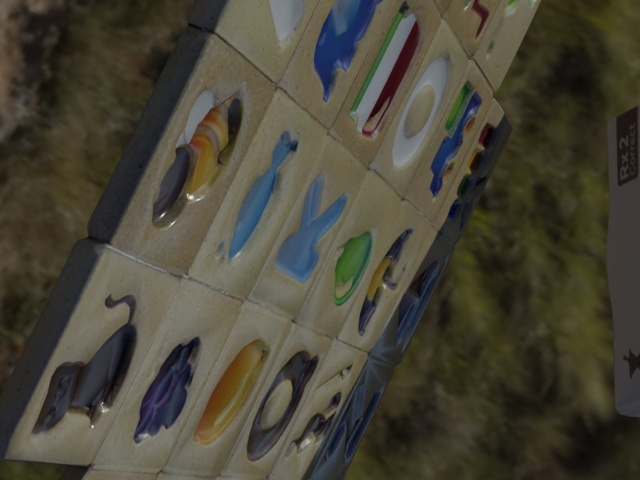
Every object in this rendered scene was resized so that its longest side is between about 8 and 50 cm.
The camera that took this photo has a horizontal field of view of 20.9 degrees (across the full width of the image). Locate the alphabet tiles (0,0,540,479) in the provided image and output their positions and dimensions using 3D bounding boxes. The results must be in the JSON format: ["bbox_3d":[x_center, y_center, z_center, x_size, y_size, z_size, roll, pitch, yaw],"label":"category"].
[{"bbox_3d":[0.000,0.000,0.577,0.285,0.011,0.342,-64,163,-2],"label":"alphabet tiles"}]

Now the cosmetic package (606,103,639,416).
[{"bbox_3d":[0.250,0.005,0.818,0.184,0.151,0.151,6,75,-22],"label":"cosmetic package"}]
